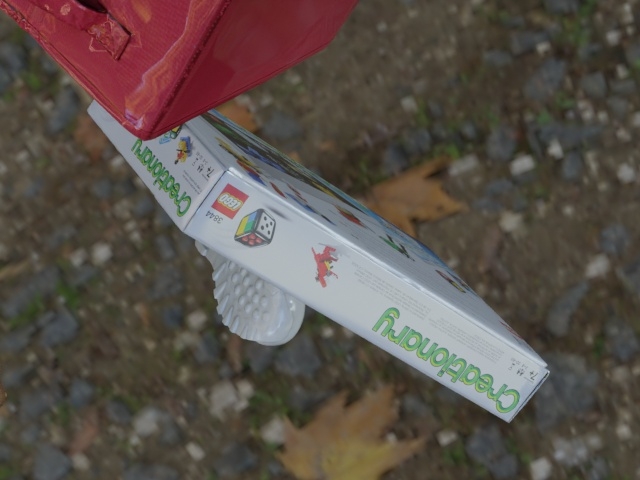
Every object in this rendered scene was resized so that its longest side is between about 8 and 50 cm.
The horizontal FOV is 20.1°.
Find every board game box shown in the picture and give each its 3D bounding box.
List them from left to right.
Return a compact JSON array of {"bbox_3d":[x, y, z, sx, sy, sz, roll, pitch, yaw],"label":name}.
[{"bbox_3d":[0.000,0.000,1.214,0.053,0.305,0.193,-53,35,7],"label":"board game box"}]

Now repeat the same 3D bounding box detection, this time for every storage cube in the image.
[{"bbox_3d":[-0.061,-0.202,0.925,0.184,0.193,0.215,43,39,10],"label":"storage cube"}]

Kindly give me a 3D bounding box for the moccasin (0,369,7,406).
[{"bbox_3d":[-0.452,0.209,1.946,0.380,0.139,0.147,-34,74,36],"label":"moccasin"}]

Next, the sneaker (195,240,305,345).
[{"bbox_3d":[-0.036,0.023,1.510,0.090,0.095,0.235,-55,23,16],"label":"sneaker"}]
